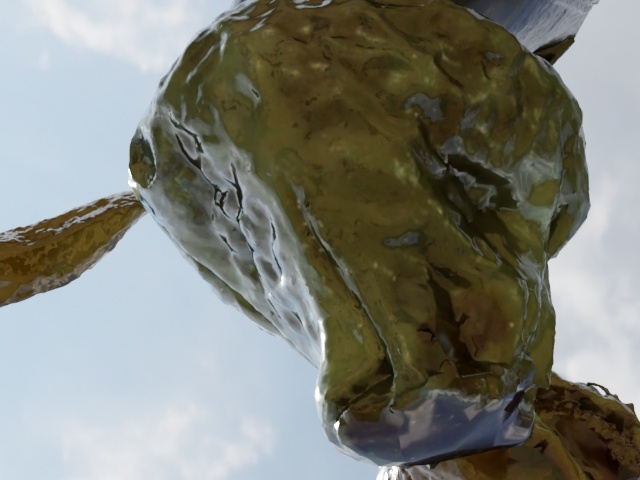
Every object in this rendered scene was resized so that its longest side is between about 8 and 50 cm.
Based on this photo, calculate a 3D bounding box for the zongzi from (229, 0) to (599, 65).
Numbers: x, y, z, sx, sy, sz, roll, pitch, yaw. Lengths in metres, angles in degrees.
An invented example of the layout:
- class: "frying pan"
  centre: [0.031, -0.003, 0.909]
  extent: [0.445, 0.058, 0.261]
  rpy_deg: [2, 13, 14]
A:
- class: "zongzi"
  centre: [0.055, -0.145, 1.147]
  extent: [0.208, 0.403, 0.432]
  rpy_deg: [30, -96, 18]

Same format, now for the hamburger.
- class: "hamburger"
  centre: [0.114, 0.180, 1.007]
  extent: [0.183, 0.206, 0.130]
  rpy_deg: [30, -154, 23]

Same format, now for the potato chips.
- class: "potato chips"
  centre: [-0.304, 0.024, 1.133]
  extent: [0.407, 0.080, 0.057]
  rpy_deg: [-9, -170, -24]

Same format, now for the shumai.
- class: "shumai"
  centre: [0.000, 0.000, 0.817]
  extent: [0.261, 0.225, 0.222]
  rpy_deg: [11, -125, 19]
